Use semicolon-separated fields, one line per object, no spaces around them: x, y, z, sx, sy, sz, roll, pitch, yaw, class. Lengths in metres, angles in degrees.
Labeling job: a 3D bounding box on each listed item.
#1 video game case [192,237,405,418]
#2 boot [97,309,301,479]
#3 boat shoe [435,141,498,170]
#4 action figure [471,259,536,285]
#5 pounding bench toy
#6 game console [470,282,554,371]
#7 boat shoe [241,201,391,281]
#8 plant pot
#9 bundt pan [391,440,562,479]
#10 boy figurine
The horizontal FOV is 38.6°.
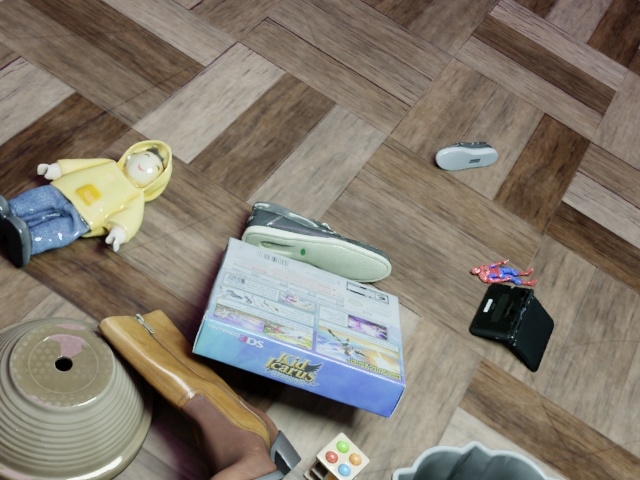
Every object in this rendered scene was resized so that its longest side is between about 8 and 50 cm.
-0.022;0.112;1.247;0.269;0.061;0.244;20;23;-6;video game case
-0.152;0.187;1.068;0.280;0.096;0.264;47;14;8;boot
0.261;-0.158;1.671;0.142;0.049;0.040;-3;47;-34;boat shoe
0.303;0.055;1.518;0.115;0.030;0.038;4;55;-18;action figure
0.031;0.283;1.178;0.052;0.065;0.083;42;48;15;pounding bench toy
0.307;0.137;1.460;0.107;0.071;0.122;9;40;25;game console
0.000;0.000;1.394;0.233;0.084;0.079;17;47;-6;boat shoe
-0.312;0.174;1.093;0.237;0.110;0.237;13;47;-14;plant pot
0.191;0.418;1.092;0.330;0.124;0.331;12;47;-13;bundt pan
-0.320;-0.058;1.302;0.285;0.092;0.177;-27;63;-34;boy figurine
